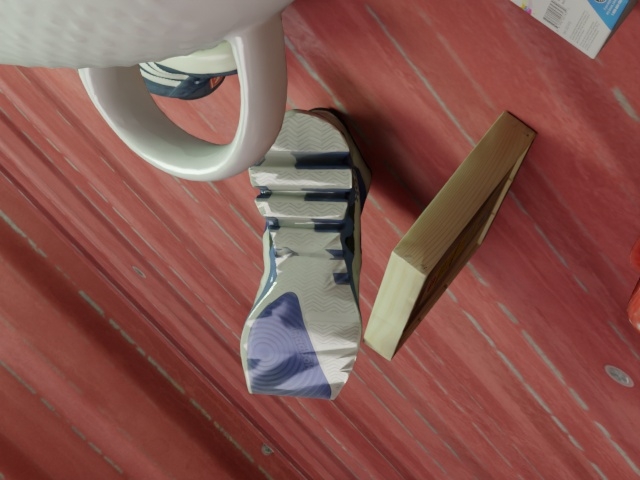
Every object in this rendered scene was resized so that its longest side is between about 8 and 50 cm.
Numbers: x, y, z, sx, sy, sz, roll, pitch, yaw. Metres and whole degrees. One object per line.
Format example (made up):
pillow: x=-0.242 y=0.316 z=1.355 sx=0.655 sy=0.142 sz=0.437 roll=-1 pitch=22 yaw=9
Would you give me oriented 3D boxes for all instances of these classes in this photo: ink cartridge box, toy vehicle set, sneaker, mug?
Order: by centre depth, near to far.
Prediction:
ink cartridge box: x=0.154 y=-0.190 z=0.833 sx=0.122 sy=0.052 sz=0.088 roll=36 pitch=161 yaw=8
mug: x=-0.132 y=-0.218 z=0.925 sx=0.328 sy=0.276 sz=0.374 roll=9 pitch=123 yaw=44
toy vehicle set: x=0.114 y=0.005 z=1.183 sx=0.035 sy=0.166 sz=0.267 roll=36 pitch=161 yaw=10
sneaker: x=-0.122 y=-0.199 z=1.265 sx=0.148 sy=0.131 sz=0.350 roll=45 pitch=168 yaw=-36
sneaker: x=0.000 y=-0.001 z=1.338 sx=0.127 sy=0.182 sz=0.316 roll=7 pitch=110 yaw=11

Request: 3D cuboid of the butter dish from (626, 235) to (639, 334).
butter dish: x=0.306 y=0.064 z=1.017 sx=0.160 sy=0.118 sz=0.160 roll=37 pitch=161 yaw=12
